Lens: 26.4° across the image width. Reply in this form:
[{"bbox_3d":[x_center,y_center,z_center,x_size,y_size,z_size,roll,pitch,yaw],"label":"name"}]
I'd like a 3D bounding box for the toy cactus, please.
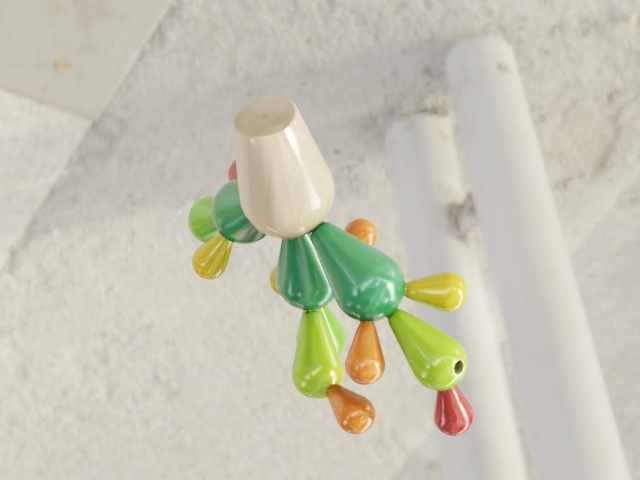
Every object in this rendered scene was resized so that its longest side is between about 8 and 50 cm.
[{"bbox_3d":[0.000,0.000,0.736,0.112,0.219,0.180,-30,135,-16],"label":"toy cactus"}]
